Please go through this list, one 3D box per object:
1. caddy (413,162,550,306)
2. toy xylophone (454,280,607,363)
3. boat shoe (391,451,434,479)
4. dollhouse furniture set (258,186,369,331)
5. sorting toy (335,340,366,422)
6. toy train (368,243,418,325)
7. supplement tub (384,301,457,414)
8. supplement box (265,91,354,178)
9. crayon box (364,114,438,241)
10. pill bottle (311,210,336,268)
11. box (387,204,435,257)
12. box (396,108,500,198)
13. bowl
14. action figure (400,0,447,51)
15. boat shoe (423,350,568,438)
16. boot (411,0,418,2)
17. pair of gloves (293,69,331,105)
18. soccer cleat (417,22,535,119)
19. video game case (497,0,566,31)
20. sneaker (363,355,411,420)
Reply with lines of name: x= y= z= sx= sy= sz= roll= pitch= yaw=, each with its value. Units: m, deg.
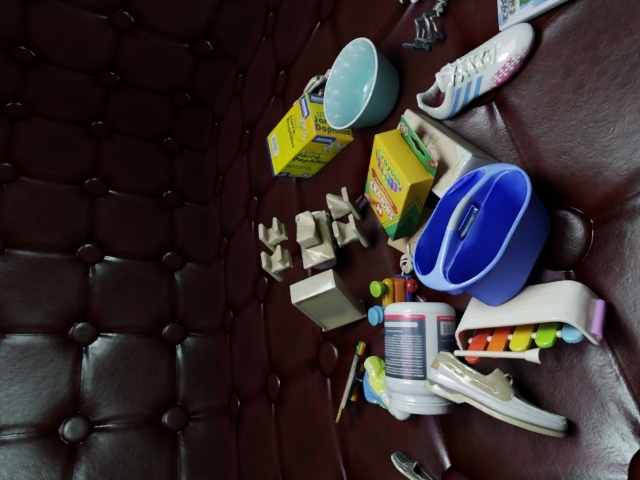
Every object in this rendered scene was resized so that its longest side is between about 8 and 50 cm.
caddy: x=0.359 y=-0.018 z=0.998 sx=0.241 sy=0.179 sz=0.341 roll=14 pitch=69 yaw=57
toy xylophone: x=0.418 y=0.187 z=0.927 sx=0.081 sy=0.236 sz=0.323 roll=53 pitch=148 yaw=-14
boat shoe: x=0.266 y=0.649 z=1.226 sx=0.152 sy=0.056 sz=0.049 roll=30 pitch=105 yaw=46
dollhouse furniture set: x=0.008 y=0.081 z=1.549 sx=0.362 sy=0.256 sz=0.394 roll=-23 pitch=50 yaw=15
sorting toy: x=0.111 y=0.486 z=1.457 sx=0.132 sy=0.046 sz=0.274 roll=-50 pitch=-25 yaw=-73
toy train: x=0.211 y=0.134 z=1.308 sx=0.105 sy=0.143 sz=0.248 roll=-2 pitch=90 yaw=58
supplement tub: x=0.267 y=0.305 z=1.157 sx=0.191 sy=0.191 sz=0.272 roll=-15 pitch=71 yaw=56
supplement box: x=-0.055 y=-0.422 z=1.810 sx=0.356 sy=0.194 sz=0.195 roll=-33 pitch=65 yaw=52
crayon box: x=0.219 y=-0.170 z=1.244 sx=0.318 sy=0.081 sz=0.202 roll=94 pitch=155 yaw=-56
pill bottle: x=0.000 y=0.000 z=1.722 sx=0.119 sy=0.119 sz=0.208 roll=-40 pitch=52 yaw=48
box: x=0.297 y=-0.032 z=1.343 sx=0.201 sy=0.021 sz=0.164 roll=35 pitch=114 yaw=56
box: x=0.336 y=-0.239 z=1.227 sx=0.311 sy=0.121 sz=0.148 roll=56 pitch=130 yaw=47
bowl: x=0.160 y=-0.531 z=1.533 sx=0.311 sy=0.163 sz=0.311 roll=-16 pitch=71 yaw=56
action figure: x=0.331 y=-0.742 z=1.327 sx=0.164 sy=0.141 sz=0.275 roll=-149 pitch=68 yaw=-68
boat shoe: x=0.389 y=0.337 z=0.961 sx=0.302 sy=0.113 sz=0.103 roll=15 pitch=77 yaw=25
boot: x=0.351 y=-0.864 z=1.396 sx=0.190 sy=0.086 sz=0.069 roll=98 pitch=156 yaw=-65
pair of gloves: x=0.013 y=-0.625 z=1.738 sx=0.204 sy=0.240 sz=0.042 roll=-30 pitch=93 yaw=52
soccer cleat: x=0.398 y=-0.442 z=1.149 sx=0.331 sy=0.143 sz=0.116 roll=-40 pitch=51 yaw=47
video game case: x=0.535 y=-0.694 z=0.984 sx=0.329 sy=0.036 sz=0.299 roll=-175 pitch=79 yaw=-66
sneaker: x=0.203 y=0.479 z=1.343 sx=0.240 sy=0.091 sz=0.126 roll=-120 pitch=35 yaw=-55
